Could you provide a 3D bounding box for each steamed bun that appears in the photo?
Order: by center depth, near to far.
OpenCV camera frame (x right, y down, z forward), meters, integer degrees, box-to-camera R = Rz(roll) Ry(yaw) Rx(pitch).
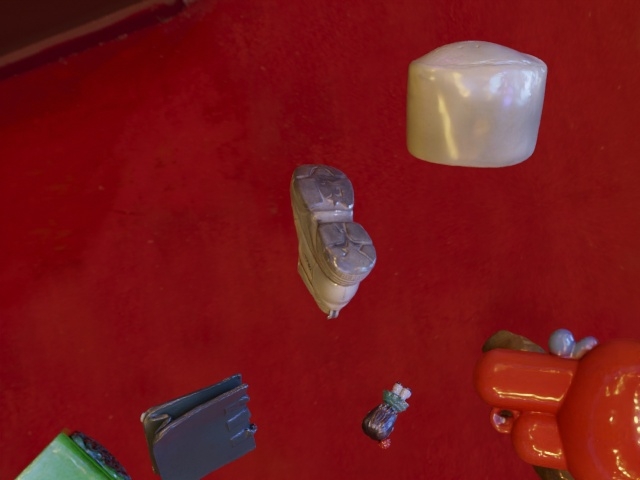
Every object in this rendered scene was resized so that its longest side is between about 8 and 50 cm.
[{"bbox_3d":[0.264,-0.219,1.223,0.155,0.250,0.200,37,131,49],"label":"steamed bun"}]

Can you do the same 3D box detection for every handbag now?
[{"bbox_3d":[-0.272,0.443,1.735,0.079,0.260,0.247,43,147,39],"label":"handbag"}]

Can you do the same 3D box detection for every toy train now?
[{"bbox_3d":[-0.273,0.275,0.719,0.132,0.243,0.188,45,68,-4],"label":"toy train"}]

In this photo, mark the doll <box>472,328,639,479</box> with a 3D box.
[{"bbox_3d":[0.289,0.171,0.710,0.290,0.130,0.161,4,92,22],"label":"doll"}]

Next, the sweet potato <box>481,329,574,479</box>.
[{"bbox_3d":[0.404,0.328,1.306,0.158,0.158,0.370,-33,52,15],"label":"sweet potato"}]

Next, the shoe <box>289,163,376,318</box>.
[{"bbox_3d":[0.000,0.000,1.570,0.210,0.132,0.342,110,151,-43],"label":"shoe"}]

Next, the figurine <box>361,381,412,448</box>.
[{"bbox_3d":[0.113,0.287,1.238,0.060,0.047,0.106,36,72,7],"label":"figurine"}]
